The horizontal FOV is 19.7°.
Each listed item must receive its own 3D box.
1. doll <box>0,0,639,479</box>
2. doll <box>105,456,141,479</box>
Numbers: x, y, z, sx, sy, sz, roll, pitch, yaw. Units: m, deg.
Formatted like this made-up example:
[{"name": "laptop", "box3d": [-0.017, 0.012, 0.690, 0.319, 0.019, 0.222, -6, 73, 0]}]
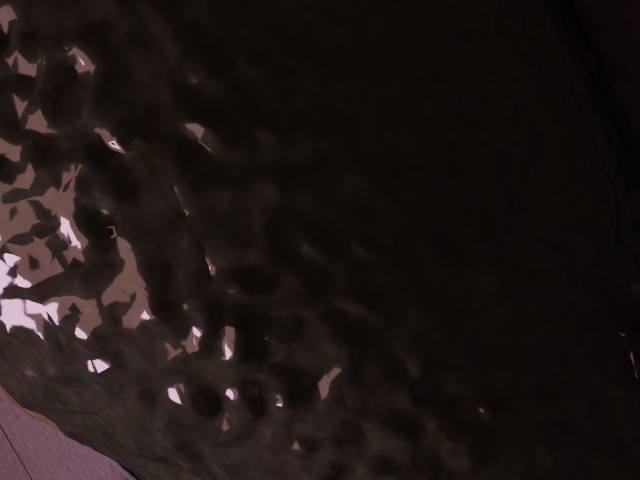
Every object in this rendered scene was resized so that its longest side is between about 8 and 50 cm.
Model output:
[{"name": "doll", "box3d": [0.000, 0.000, 0.609, 0.349, 0.247, 0.247, 48, 159, -11]}, {"name": "doll", "box3d": [-0.058, 0.105, 1.002, 0.316, 0.103, 0.145, 45, 166, 16]}]
